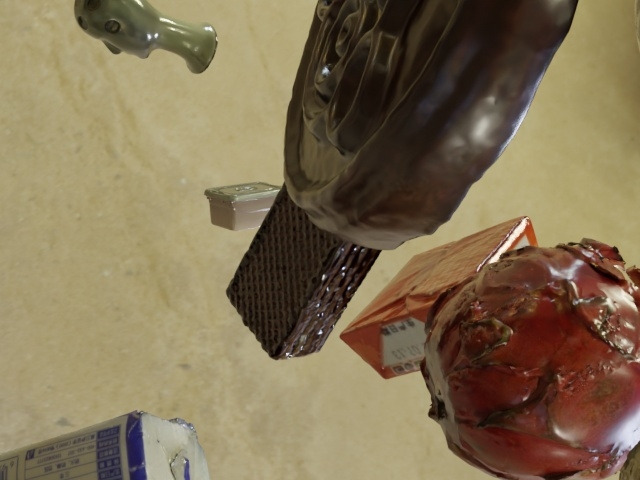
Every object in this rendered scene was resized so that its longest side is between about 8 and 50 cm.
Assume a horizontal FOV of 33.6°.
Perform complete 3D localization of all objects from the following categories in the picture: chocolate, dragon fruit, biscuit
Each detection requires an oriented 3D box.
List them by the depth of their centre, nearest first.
[{"bbox_3d":[0.072,-0.194,0.809,0.091,0.407,0.407,18,70,-16],"label":"biscuit"},{"bbox_3d":[0.000,0.000,1.050,0.070,0.252,0.106,-3,44,-44],"label":"biscuit"},{"bbox_3d":[0.270,0.140,1.241,0.301,0.295,0.295,-13,88,-6],"label":"dragon fruit"},{"bbox_3d":[0.184,0.085,1.519,0.108,0.235,0.237,57,45,-11],"label":"chocolate"}]

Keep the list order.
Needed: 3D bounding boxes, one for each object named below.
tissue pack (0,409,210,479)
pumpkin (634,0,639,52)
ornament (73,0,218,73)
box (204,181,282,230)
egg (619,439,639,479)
[{"bbox_3d":[-0.242,0.301,1.056,0.137,0.269,0.209,23,50,-62],"label":"tissue pack"},{"bbox_3d":[0.362,-0.133,0.692,0.303,0.256,0.225,-8,79,-5],"label":"pumpkin"},{"bbox_3d":[-0.199,-0.237,1.178,0.156,0.075,0.081,16,114,-34],"label":"ornament"},{"bbox_3d":[-0.121,-0.056,1.731,0.122,0.089,0.062,-10,106,-38],"label":"box"},{"bbox_3d":[0.333,0.217,0.938,0.118,0.140,0.116,50,49,-37],"label":"egg"}]
